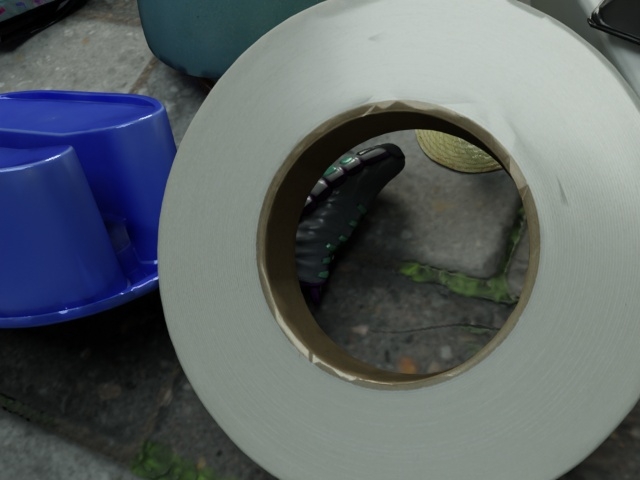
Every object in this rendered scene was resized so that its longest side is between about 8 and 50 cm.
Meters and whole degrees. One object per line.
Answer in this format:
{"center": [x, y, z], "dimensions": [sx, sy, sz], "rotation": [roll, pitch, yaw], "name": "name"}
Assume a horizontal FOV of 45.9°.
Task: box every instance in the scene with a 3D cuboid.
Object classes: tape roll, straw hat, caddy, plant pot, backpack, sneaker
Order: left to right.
{"center": [-0.413, -0.360, 1.025], "dimensions": [0.182, 0.115, 0.152], "rotation": [-22, 52, -1], "name": "backpack"}
{"center": [-0.273, -0.025, 0.708], "dimensions": [0.341, 0.179, 0.241], "rotation": [9, 29, 30], "name": "caddy"}
{"center": [-0.080, -0.342, 0.828], "dimensions": [0.290, 0.195, 0.290], "rotation": [-6, 47, 6], "name": "plant pot"}
{"center": [0.000, 0.000, 0.706], "dimensions": [0.224, 0.083, 0.098], "rotation": [-33, 83, -8], "name": "sneaker"}
{"center": [0.061, 0.004, 0.569], "dimensions": [0.392, 0.072, 0.392], "rotation": [-1, 86, 20], "name": "tape roll"}
{"center": [0.158, -0.142, 0.741], "dimensions": [0.144, 0.061, 0.144], "rotation": [-8, 57, 12], "name": "straw hat"}

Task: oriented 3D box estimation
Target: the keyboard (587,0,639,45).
{"center": [0.297, -0.160, 0.538], "dimensions": [0.180, 0.023, 0.108], "rotation": [35, 81, 32], "name": "keyboard"}

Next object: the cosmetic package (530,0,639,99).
{"center": [0.350, -0.119, 0.605], "dimensions": [0.230, 0.161, 0.453], "rotation": [-17, 56, 7], "name": "cosmetic package"}

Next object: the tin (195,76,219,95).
{"center": [-0.074, -0.188, 0.859], "dimensions": [0.106, 0.040, 0.190], "rotation": [-44, 57, -7], "name": "tin"}
